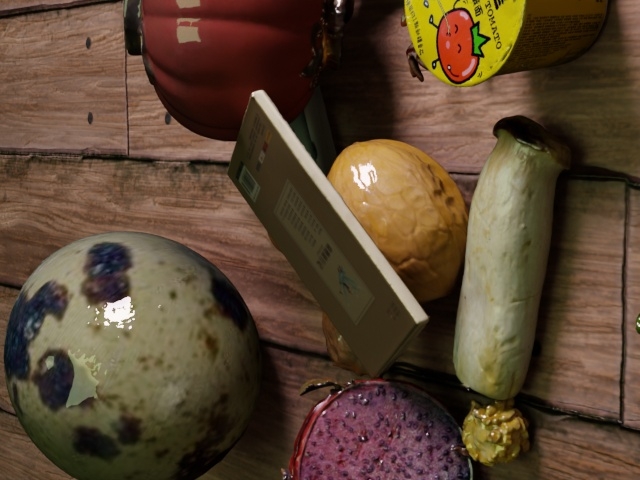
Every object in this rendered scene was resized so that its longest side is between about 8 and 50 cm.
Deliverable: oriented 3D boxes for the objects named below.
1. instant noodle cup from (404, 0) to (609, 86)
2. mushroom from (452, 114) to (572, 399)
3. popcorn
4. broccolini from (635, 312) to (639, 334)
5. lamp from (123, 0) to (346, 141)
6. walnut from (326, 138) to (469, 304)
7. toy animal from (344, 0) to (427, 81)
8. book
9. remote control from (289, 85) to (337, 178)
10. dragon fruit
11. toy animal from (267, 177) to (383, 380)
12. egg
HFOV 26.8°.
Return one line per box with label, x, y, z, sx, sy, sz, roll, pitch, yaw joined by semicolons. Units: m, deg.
instant noodle cup;0.196;-0.249;1.372;0.182;0.144;0.182;10;103;53
mushroom;0.200;0.020;1.449;0.100;0.081;0.312;34;122;52
popcorn;0.193;0.211;1.497;0.083;0.057;0.082;60;143;24
broccolini;0.378;0.056;1.259;0.202;0.068;0.091;148;125;-66
lamp;-0.098;-0.267;1.591;0.303;0.257;0.303;4;-90;-89
walnut;0.086;-0.023;1.524;0.159;0.159;0.207;-43;72;46
toy animal;0.098;-0.314;1.562;0.243;0.087;0.260;-170;72;-68
book;0.000;0.000;1.508;0.310;0.021;0.217;54;159;11
remote control;-0.044;-0.144;1.766;0.140;0.056;0.296;-26;72;47
dragon fruit;0.067;0.273;1.591;0.148;0.223;0.218;99;-177;-83
toy animal;0.008;0.032;1.647;0.157;0.097;0.312;-36;85;47
egg;-0.263;0.156;1.853;0.428;0.345;0.345;-129;47;-56
